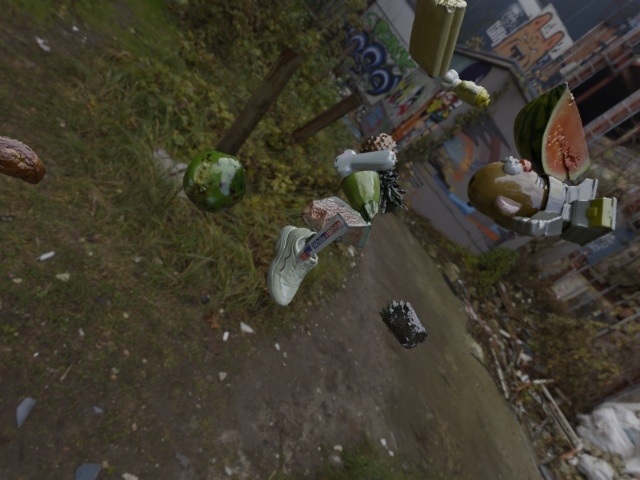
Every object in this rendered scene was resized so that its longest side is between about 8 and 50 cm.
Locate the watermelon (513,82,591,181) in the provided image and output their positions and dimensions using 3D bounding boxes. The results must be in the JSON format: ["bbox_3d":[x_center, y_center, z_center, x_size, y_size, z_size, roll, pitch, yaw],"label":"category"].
[{"bbox_3d":[0.583,-0.234,1.098,0.303,0.159,0.128,46,51,-38],"label":"watermelon"}]

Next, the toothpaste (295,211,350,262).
[{"bbox_3d":[0.000,0.000,1.100,0.052,0.218,0.033,52,44,4],"label":"toothpaste"}]

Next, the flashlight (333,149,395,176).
[{"bbox_3d":[0.133,-0.233,1.275,0.047,0.200,0.093,45,57,-46],"label":"flashlight"}]

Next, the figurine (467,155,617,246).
[{"bbox_3d":[0.481,-0.093,0.977,0.284,0.167,0.342,14,10,7],"label":"figurine"}]

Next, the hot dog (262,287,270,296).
[{"bbox_3d":[-0.231,0.244,1.986,0.083,0.035,0.058,38,-17,-36],"label":"hot dog"}]

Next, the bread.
[{"bbox_3d":[0.266,-0.494,1.010,0.139,0.060,0.178,55,-18,30],"label":"bread"}]

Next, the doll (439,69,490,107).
[{"bbox_3d":[0.428,-0.452,1.275,0.162,0.062,0.106,37,10,19],"label":"doll"}]

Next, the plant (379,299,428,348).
[{"bbox_3d":[0.317,0.310,1.645,0.194,0.129,0.132,55,-2,41],"label":"plant"}]

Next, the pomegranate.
[{"bbox_3d":[-0.231,-0.149,1.001,0.143,0.122,0.169,48,50,5],"label":"pomegranate"}]

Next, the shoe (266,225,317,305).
[{"bbox_3d":[-0.102,0.099,1.744,0.132,0.210,0.342,21,74,-39],"label":"shoe"}]

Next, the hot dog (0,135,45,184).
[{"bbox_3d":[-0.625,-0.163,0.841,0.147,0.099,0.065,22,69,-38],"label":"hot dog"}]

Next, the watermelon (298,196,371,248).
[{"bbox_3d":[0.093,-0.092,1.979,0.302,0.151,0.264,6,32,-52],"label":"watermelon"}]

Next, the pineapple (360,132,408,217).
[{"bbox_3d":[0.246,-0.246,1.693,0.165,0.165,0.365,28,50,-51],"label":"pineapple"}]

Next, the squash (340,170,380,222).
[{"bbox_3d":[0.115,-0.096,1.071,0.105,0.105,0.132,23,48,-55],"label":"squash"}]
